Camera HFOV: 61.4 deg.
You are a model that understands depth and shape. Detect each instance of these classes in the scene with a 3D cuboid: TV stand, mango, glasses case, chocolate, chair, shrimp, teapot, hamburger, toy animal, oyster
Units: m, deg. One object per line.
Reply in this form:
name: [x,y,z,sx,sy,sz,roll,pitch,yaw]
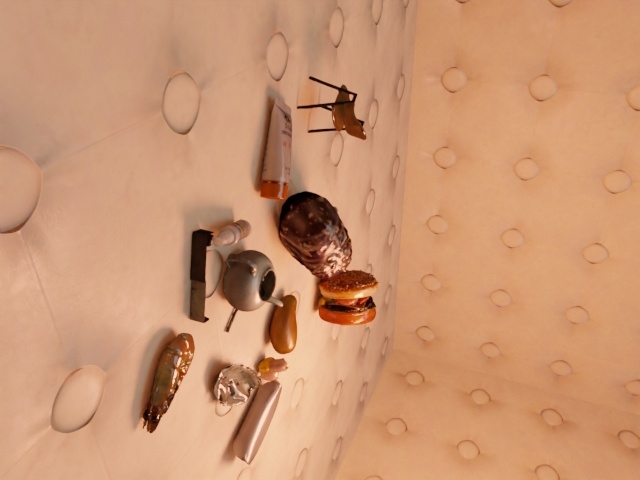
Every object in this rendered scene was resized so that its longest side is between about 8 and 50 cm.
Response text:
TV stand: [-0.323,0.099,1.468,0.040,0.049,0.256,-32,130,-66]
mango: [-0.134,0.315,2.034,0.136,0.099,0.227,32,63,-64]
glasses case: [-0.233,0.670,1.990,0.128,0.083,0.308,85,25,-52]
chocolate: [0.000,0.000,1.927,0.225,0.210,0.340,-33,135,-13]
chair: [0.065,-0.455,1.911,0.158,0.247,0.172,62,43,-61]
shrimp: [-0.398,0.372,1.416,0.145,0.061,0.266,72,32,-70]
teapot: [-0.211,0.126,1.666,0.294,0.130,0.193,70,37,-56]
hamburger: [0.126,0.249,2.438,0.291,0.291,0.224,-26,117,-65]
toy animal: [-0.177,0.481,2.004,0.091,0.115,0.081,-131,-145,-76]
oyster: [-0.267,0.464,1.769,0.252,0.087,0.199,-14,124,-60]

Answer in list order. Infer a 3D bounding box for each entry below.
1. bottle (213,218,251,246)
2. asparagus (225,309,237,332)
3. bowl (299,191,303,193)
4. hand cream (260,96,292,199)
bottle: [-0.251,-0.018,1.518,0.217,0.060,0.060,-48,147,-77]
asparagus: [-0.269,0.222,1.735,0.016,0.016,0.162,43,57,-36]
bowl: [-0.042,-0.088,2.066,0.189,0.086,0.188,11,90,-70]
hand cream: [-0.135,-0.287,1.724,0.140,0.089,0.313,1,93,-72]
